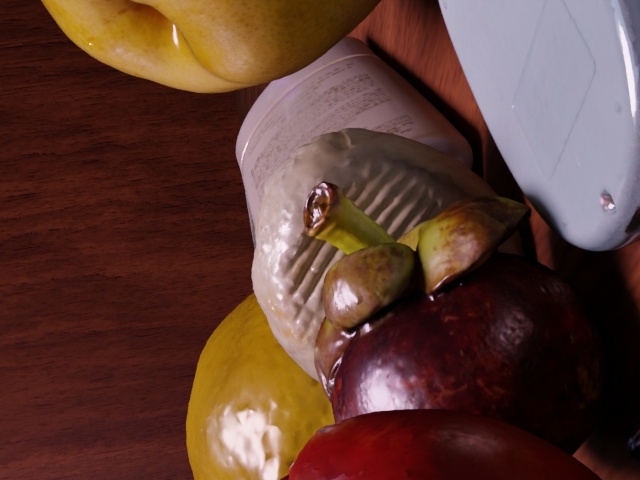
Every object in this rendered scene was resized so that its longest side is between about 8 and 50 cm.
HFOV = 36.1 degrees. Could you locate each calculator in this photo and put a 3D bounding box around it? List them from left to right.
[{"bbox_3d":[0.101,-0.132,0.481,0.184,0.042,0.295,94,164,-58],"label":"calculator"}]

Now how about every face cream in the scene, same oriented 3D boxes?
[{"bbox_3d":[0.008,-0.076,0.830,0.081,0.173,0.348,46,-173,-23],"label":"face cream"}]

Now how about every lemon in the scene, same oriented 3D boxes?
[{"bbox_3d":[0.009,0.137,0.779,0.263,0.236,0.235,-117,19,-55],"label":"lemon"}]

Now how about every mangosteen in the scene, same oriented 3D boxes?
[{"bbox_3d":[0.065,0.050,0.523,0.181,0.156,0.146,56,-168,23],"label":"mangosteen"}]

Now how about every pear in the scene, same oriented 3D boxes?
[{"bbox_3d":[-0.070,-0.258,0.663,0.314,0.315,0.314,171,90,-82],"label":"pear"}]

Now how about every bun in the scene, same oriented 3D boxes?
[{"bbox_3d":[0.042,0.017,0.630,0.164,0.188,0.111,-62,9,8],"label":"bun"}]

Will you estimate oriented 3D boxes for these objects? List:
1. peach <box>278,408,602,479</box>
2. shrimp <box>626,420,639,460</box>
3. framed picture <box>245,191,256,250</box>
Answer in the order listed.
[{"bbox_3d":[0.062,0.176,0.389,0.226,0.190,0.196,44,161,-29],"label":"peach"},{"bbox_3d":[0.134,0.141,0.277,0.198,0.051,0.261,-85,-14,-74],"label":"shrimp"},{"bbox_3d":[0.000,0.000,1.021,0.252,0.014,0.197,-25,71,50],"label":"framed picture"}]
